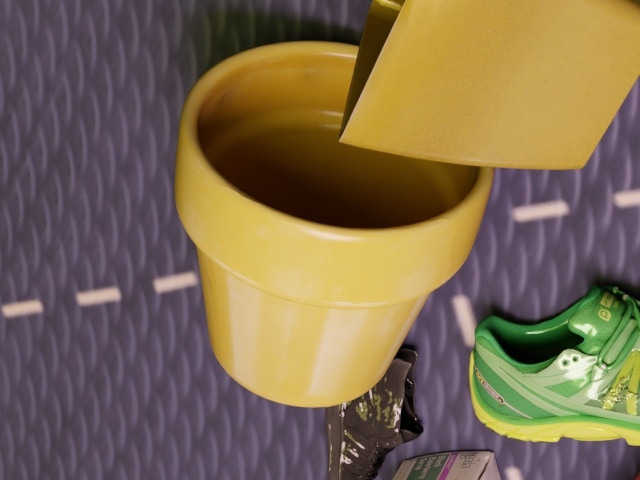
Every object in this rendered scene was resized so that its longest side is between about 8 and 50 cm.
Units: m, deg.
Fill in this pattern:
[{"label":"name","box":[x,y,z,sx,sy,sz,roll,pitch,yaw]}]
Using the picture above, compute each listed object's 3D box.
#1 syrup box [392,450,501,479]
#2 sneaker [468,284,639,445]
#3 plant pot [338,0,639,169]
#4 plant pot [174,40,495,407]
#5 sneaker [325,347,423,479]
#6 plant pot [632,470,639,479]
[{"label":"syrup box","box":[0.135,0.321,1.568,0.096,0.093,0.237,-11,107,23]},{"label":"sneaker","box":[0.261,0.101,1.427,0.295,0.109,0.123,-7,113,22]},{"label":"plant pot","box":[0.148,-0.175,1.297,0.187,0.212,0.212,21,128,-6]},{"label":"plant pot","box":[0.000,0.000,1.417,0.254,0.254,0.239,20,132,11]},{"label":"sneaker","box":[0.053,0.181,1.564,0.089,0.051,0.170,2,108,23]},{"label":"plant pot","box":[0.318,0.269,1.440,0.201,0.201,0.180,26,102,8]}]
